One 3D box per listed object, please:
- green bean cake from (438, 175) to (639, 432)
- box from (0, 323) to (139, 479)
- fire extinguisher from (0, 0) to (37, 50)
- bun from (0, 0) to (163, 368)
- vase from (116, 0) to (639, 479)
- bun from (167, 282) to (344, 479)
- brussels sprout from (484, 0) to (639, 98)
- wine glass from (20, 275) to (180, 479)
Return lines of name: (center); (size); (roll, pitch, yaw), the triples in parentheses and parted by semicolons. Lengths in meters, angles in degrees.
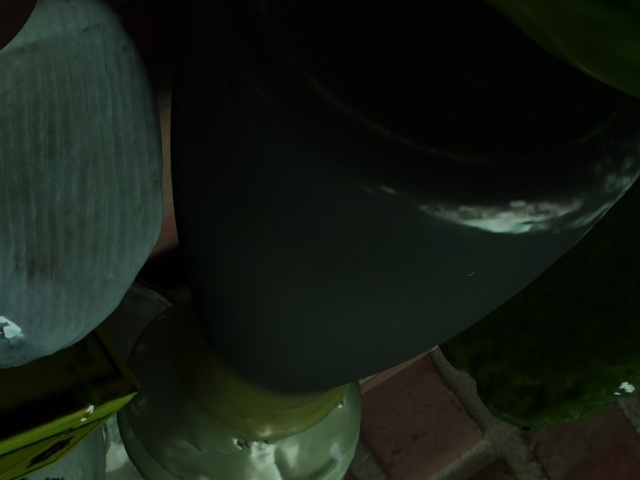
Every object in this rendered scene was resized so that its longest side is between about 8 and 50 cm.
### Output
green bean cake: (0.147, -0.056, 0.913); (0.156, 0.247, 0.250); (-23, 166, -47)
box: (-0.178, 0.034, 0.627); (0.064, 0.141, 0.220); (-40, 168, 27)
fire extinguisher: (-0.104, -0.100, 0.458); (0.099, 0.071, 0.231); (-60, 174, -9)
bun: (-0.118, -0.027, 0.613); (0.083, 0.141, 0.141); (5, -167, 31)
vase: (0.000, 0.000, 0.722); (0.173, 0.173, 0.321); (-27, 160, -32)
bun: (-0.123, 0.167, 1.228); (0.362, 0.211, 0.362); (-34, 172, -6)
brussels sprout: (0.135, -0.166, 0.486); (0.210, 0.219, 0.271); (-16, 142, -32)
wine glass: (-0.178, 0.108, 0.873); (0.190, 0.190, 0.357); (-36, 175, 14)
